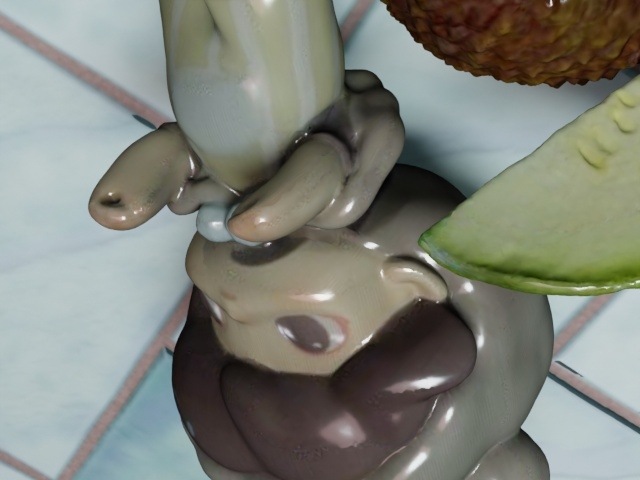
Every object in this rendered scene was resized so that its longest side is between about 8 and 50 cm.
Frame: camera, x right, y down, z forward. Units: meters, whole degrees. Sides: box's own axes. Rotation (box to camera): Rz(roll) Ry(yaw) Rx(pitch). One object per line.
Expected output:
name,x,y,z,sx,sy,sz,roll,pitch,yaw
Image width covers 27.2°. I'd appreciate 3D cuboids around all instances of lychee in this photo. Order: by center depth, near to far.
lychee,0.104,-0.160,0.612,0.195,0.194,0.194,7,123,10

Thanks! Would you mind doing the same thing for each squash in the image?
squash,0.208,-0.062,0.581,0.111,0.289,0.203,48,131,31

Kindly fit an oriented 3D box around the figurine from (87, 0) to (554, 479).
figurine,0.000,-0.001,0.716,0.248,0.203,0.380,9,130,40
